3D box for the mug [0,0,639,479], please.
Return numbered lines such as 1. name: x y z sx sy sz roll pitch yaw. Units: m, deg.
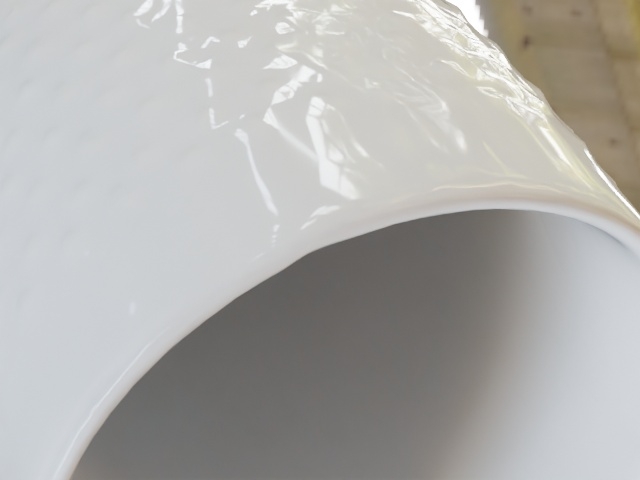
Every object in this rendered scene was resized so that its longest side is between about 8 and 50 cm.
1. mug: 0.000 0.000 0.788 0.374 0.328 0.276 9 -58 -35
